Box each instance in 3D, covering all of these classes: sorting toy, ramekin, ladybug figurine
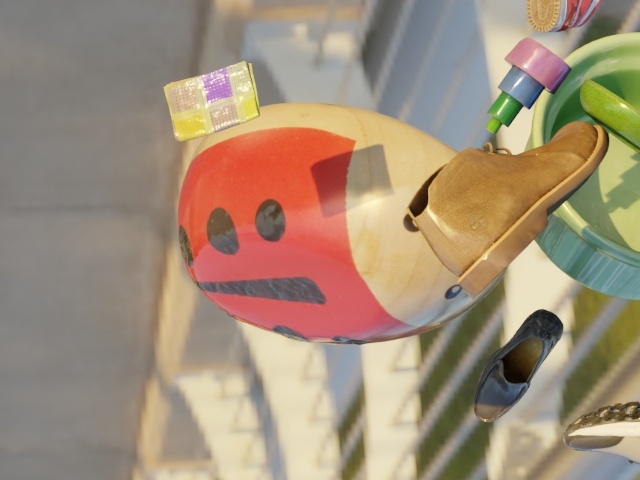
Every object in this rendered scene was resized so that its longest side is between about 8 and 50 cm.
[{"bbox_3d":[0.307,-0.068,1.960,0.126,0.365,0.127,-55,151,4],"label":"sorting toy"},{"bbox_3d":[0.378,-0.078,2.260,0.303,0.303,0.148,0,155,-11],"label":"ramekin"},{"bbox_3d":[0.000,0.000,2.084,0.449,0.162,0.305,-4,130,47],"label":"ladybug figurine"}]

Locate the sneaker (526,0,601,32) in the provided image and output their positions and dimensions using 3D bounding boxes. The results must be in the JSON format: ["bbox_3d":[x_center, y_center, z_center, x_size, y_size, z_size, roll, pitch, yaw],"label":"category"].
[{"bbox_3d":[0.198,-0.226,1.538,0.042,0.118,0.067,14,-167,37],"label":"sneaker"}]

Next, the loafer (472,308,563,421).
[{"bbox_3d":[0.232,0.159,2.343,0.062,0.061,0.170,32,117,8],"label":"loafer"}]

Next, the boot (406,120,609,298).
[{"bbox_3d":[0.190,-0.064,1.898,0.112,0.115,0.305,-49,175,40],"label":"boot"}]

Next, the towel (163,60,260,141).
[{"bbox_3d":[-0.098,-0.125,1.730,0.083,0.060,0.009,-15,159,11],"label":"towel"}]

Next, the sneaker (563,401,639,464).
[{"bbox_3d":[0.400,0.236,2.112,0.271,0.108,0.100,5,-171,15],"label":"sneaker"}]
